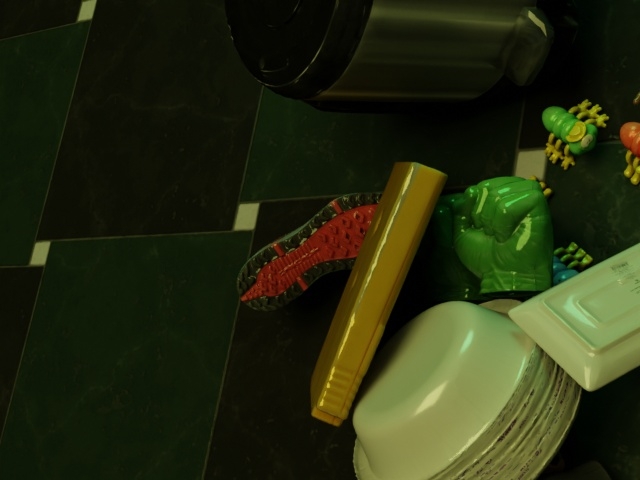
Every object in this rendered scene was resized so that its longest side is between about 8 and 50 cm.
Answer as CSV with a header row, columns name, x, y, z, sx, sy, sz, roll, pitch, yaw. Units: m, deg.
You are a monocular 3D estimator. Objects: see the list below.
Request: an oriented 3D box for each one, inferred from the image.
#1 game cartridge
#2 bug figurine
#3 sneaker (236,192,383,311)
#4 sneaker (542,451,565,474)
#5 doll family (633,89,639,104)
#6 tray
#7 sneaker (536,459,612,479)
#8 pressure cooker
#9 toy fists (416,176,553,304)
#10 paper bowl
name,x,y,z,sx,sy,sz,roll,pitch,yaw
game cartridge,0.066,0.058,1.549,0.285,0.053,0.323,-94,25,-86
bug figurine,0.313,-0.061,1.536,0.279,0.072,0.216,-54,47,8
sneaker,0.000,0.000,1.750,0.262,0.104,0.125,-25,11,5
sneaker,0.201,0.307,1.463,0.083,0.084,0.215,40,98,38
doll family,0.459,-0.186,1.438,0.193,0.076,0.111,-14,75,-13
tray,0.355,0.057,1.367,0.270,0.030,0.145,-25,44,-19
sneaker,0.290,0.359,1.371,0.083,0.118,0.222,0,99,57
pressure cooker,0.125,-0.355,1.612,0.375,0.420,0.370,-10,84,60
toy fists,0.191,0.001,1.518,0.279,0.096,0.142,160,112,-70
paper bowl,0.149,0.184,1.434,0.284,0.148,0.284,-42,19,18
